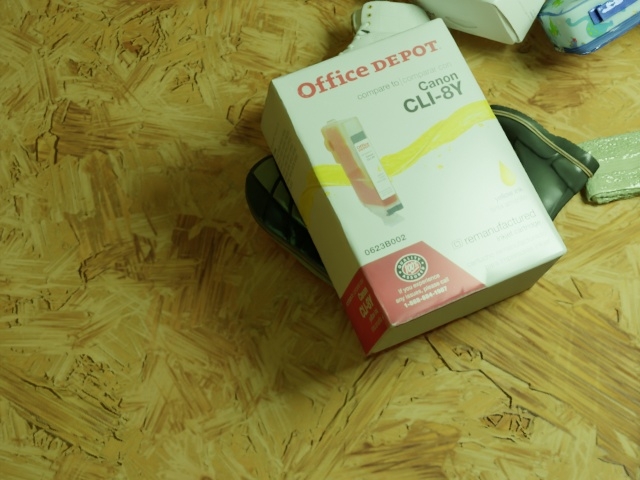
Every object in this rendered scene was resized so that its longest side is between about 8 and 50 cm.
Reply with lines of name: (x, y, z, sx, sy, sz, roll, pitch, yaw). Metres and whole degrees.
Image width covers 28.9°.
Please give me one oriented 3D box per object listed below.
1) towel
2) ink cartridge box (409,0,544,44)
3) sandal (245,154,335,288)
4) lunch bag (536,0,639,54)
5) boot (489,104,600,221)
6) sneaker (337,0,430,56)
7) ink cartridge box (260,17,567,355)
towel: (0.458, -0.114, 1.852, 0.148, 0.027, 0.110, -11, 61, 0)
ink cartridge box: (0.278, -0.472, 1.947, 0.207, 0.117, 0.283, 24, 79, 37)
sandal: (0.000, 0.002, 1.814, 0.120, 0.086, 0.303, -40, 80, -20)
lunch bag: (0.445, -0.367, 1.886, 0.219, 0.176, 0.090, -33, 103, 0)
boot: (0.294, -0.108, 1.847, 0.198, 0.077, 0.137, 34, 87, 34)
sneaker: (0.054, -0.278, 1.943, 0.292, 0.108, 0.169, -15, 60, -13)
ink cartridge box: (0.118, -0.078, 1.728, 0.279, 0.160, 0.385, -22, 75, -15)
